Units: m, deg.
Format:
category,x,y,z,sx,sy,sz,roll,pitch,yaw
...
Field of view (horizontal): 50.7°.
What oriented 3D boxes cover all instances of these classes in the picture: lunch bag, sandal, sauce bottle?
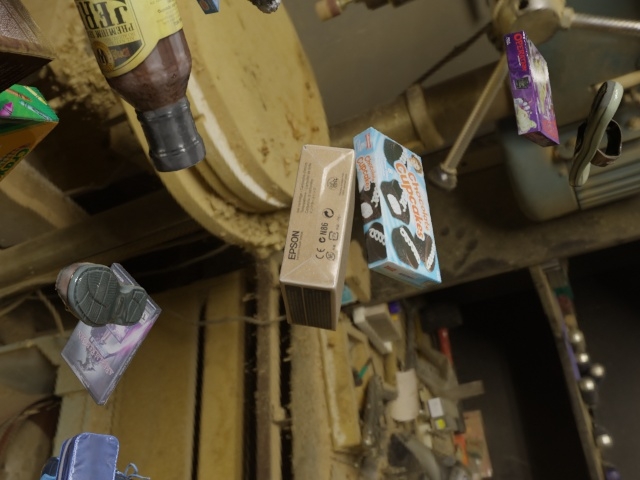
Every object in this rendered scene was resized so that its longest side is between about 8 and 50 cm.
category,x,y,z,sx,sy,sz,roll,pitch,yaw
lunch bag,-0.328,0.322,0.941,0.067,0.065,0.098,22,56,-32
sandal,0.538,-0.186,1.294,0.303,0.086,0.120,69,36,-69
sauce bottle,-0.212,-0.246,0.775,0.111,0.111,0.344,-71,150,-58

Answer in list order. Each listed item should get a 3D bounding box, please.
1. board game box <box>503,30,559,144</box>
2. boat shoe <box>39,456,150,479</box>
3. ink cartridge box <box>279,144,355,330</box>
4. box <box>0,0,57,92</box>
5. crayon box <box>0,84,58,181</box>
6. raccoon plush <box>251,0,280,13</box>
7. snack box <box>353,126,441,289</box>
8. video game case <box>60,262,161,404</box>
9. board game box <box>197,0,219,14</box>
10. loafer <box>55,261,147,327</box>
category,x,y,z,sx,sy,sz,roll,pitch,yaw
board game box,0.474,-0.322,1.499,0.347,0.056,0.208,-8,93,-64
boat shoe,-0.395,0.460,1.275,0.258,0.109,0.089,38,7,-30
ink cartridge box,0.000,0.000,1.064,0.193,0.088,0.235,88,9,-63
box,-0.401,-0.233,0.670,0.191,0.143,0.381,57,-4,-17
crayon box,-0.591,-0.144,1.114,0.081,0.278,0.165,54,18,6
raccoon plush,-0.137,-0.738,1.716,0.299,0.216,0.446,48,7,39
snack box,0.165,-0.069,1.468,0.187,0.060,0.322,22,53,-43
video game case,-0.501,0.219,1.600,0.196,0.274,0.026,38,10,32
board game box,-0.263,-0.625,1.457,0.160,0.039,0.212,54,32,-64
loafer,-0.374,0.092,1.114,0.267,0.084,0.096,64,42,-74
